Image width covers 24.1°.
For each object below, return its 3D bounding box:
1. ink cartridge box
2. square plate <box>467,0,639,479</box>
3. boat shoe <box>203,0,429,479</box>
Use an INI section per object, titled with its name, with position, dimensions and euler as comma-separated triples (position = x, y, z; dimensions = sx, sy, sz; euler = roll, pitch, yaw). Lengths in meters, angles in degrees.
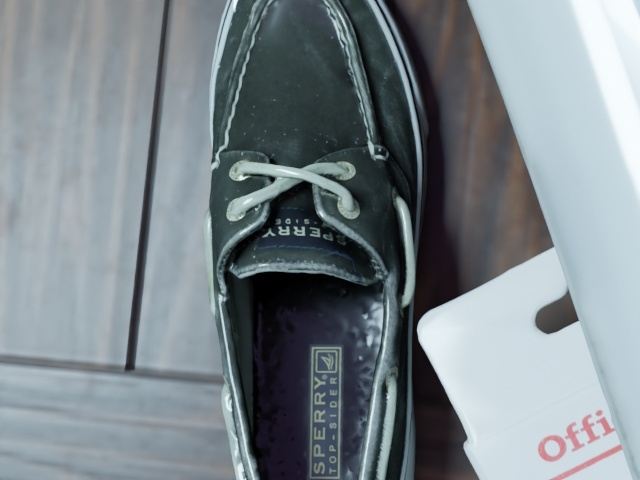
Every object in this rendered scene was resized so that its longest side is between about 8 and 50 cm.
[ink cartridge box]
position = 0.123, 0.090, 0.481
dimensions = 0.115, 0.067, 0.198
euler = -27, 82, 4
[square plate]
position = 0.212, -0.107, 0.460
dimensions = 0.344, 0.049, 0.347
euler = -17, 79, -8
[boat shoe]
position = 0.000, 0.000, 0.506
dimensions = 0.077, 0.070, 0.219
euler = -6, 83, 7
